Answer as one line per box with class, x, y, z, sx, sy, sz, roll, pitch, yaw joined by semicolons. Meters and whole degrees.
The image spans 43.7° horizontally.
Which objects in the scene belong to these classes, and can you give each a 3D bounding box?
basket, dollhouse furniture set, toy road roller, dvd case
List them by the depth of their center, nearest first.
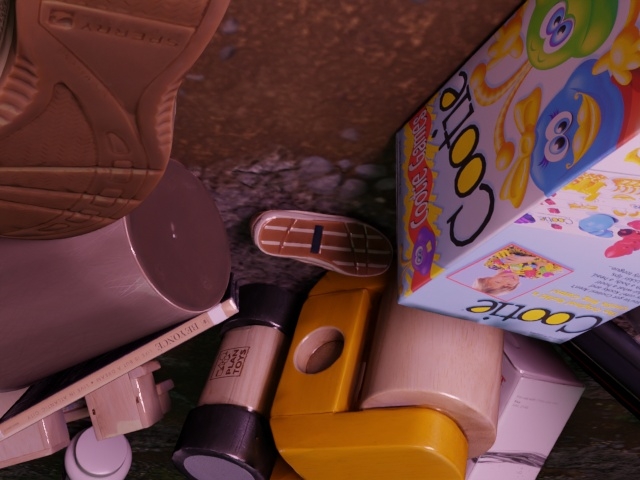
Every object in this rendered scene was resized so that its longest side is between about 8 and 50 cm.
basket;-0.201;0.027;0.660;0.226;0.154;0.204;-18;161;25
dvd case;-0.173;0.098;0.722;0.221;0.018;0.164;-29;-173;-3
toy road roller;0.042;0.171;0.786;0.329;0.203;0.241;-13;132;31
dollhouse furniture set;-0.304;0.148;0.996;0.303;0.174;0.355;-16;177;8

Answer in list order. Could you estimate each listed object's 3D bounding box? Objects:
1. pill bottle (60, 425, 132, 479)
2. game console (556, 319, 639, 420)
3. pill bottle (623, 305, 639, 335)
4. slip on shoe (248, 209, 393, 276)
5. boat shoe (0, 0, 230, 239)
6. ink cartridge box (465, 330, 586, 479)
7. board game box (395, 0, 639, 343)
pill bottle;-0.372;0.370;1.327;0.108;0.108;0.193;11;149;-15
game console;0.310;0.147;0.659;0.060;0.386;0.342;-47;133;4
pill bottle;0.302;-0.014;0.524;0.122;0.123;0.219;25;131;-35
slip on shoe;0.000;0.000;0.704;0.135;0.052;0.041;7;-169;-25
boat shoe;-0.137;-0.107;0.451;0.121;0.110;0.341;7;149;-32
ink cartridge box;0.173;0.182;0.829;0.082;0.140;0.191;14;113;-18
board game box;0.173;-0.060;0.472;0.144;0.142;0.275;15;148;-22
